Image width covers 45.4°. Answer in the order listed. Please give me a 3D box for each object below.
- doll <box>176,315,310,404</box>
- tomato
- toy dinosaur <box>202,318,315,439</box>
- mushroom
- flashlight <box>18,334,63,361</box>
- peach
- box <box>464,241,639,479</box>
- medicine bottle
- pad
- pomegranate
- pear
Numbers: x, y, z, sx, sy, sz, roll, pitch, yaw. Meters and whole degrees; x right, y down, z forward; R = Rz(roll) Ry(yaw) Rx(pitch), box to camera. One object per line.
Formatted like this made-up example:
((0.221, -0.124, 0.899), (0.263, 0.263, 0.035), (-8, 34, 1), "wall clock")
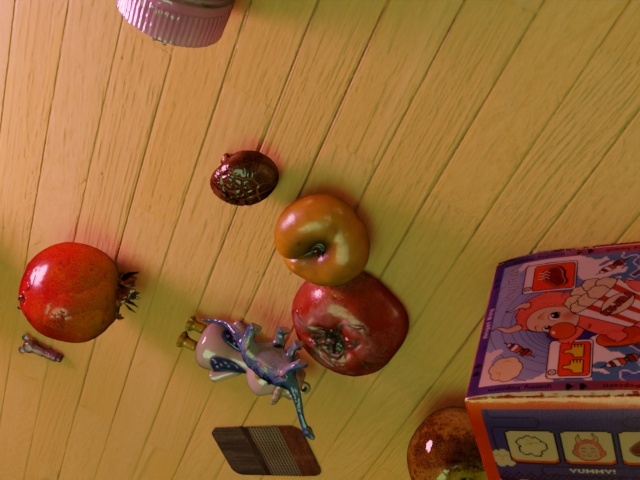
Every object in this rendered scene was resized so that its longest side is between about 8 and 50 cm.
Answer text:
((-0.154, 0.248, 1.581), (0.293, 0.138, 0.119), (25, 168, 7), "doll")
((0.049, 0.171, 1.462), (0.237, 0.095, 0.236), (11, 126, 15), "tomato")
((-0.091, 0.227, 1.481), (0.329, 0.076, 0.144), (45, 122, 12), "toy dinosaur")
((-0.135, -0.109, 1.349), (0.109, 0.085, 0.126), (37, 133, -6), "mushroom")
((-0.675, 0.266, 1.854), (0.110, 0.031, 0.052), (22, 103, 2), "flashlight")
((0.000, 0.000, 1.359), (0.179, 0.103, 0.179), (12, 128, 17), "peach")
((0.421, 0.208, 1.179), (0.319, 0.348, 0.256), (-7, 119, 27), "box")
((-0.175, -0.439, 1.082), (0.178, 0.178, 0.290), (30, 129, 0), "medicine bottle")
((-0.112, 0.579, 1.827), (0.250, 0.055, 0.323), (-9, 101, 26), "pad")
((-0.492, 0.106, 1.565), (0.235, 0.210, 0.210), (-2, 125, -6), "pomegranate")
((0.263, 0.419, 1.497), (0.198, 0.197, 0.197), (10, 126, 15), "pear")
